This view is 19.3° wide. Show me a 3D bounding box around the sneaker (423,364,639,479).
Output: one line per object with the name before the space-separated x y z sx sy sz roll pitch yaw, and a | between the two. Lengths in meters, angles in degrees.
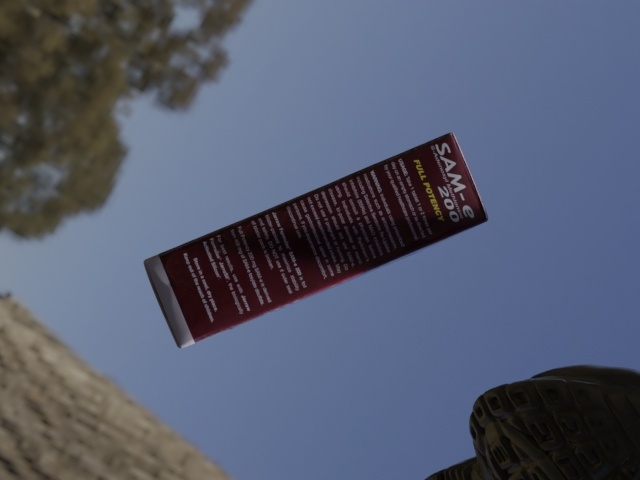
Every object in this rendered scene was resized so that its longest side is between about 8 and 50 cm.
sneaker | 0.145 0.115 1.011 0.130 0.109 0.286 -26 171 -20

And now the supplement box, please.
supplement box | 0.000 0.000 1.384 0.239 0.073 0.130 -23 179 4
